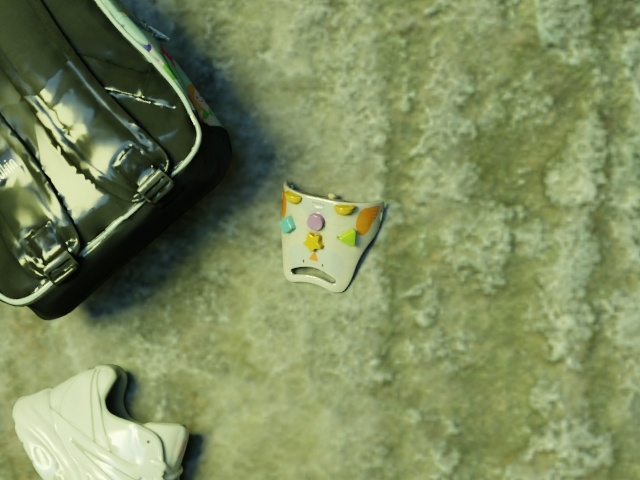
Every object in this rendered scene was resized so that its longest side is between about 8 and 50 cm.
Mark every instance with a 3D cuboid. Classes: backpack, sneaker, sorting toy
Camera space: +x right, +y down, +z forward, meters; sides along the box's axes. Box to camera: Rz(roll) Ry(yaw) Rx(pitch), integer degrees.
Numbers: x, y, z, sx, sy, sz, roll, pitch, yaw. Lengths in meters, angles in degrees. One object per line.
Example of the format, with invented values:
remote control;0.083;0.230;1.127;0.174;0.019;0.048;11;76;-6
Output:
backpack;-0.213;-0.093;1.456;0.225;0.191;0.253;-42;81;4
sneaker;-0.141;0.194;1.455;0.115;0.090;0.232;-34;76;6
sorting toy;0.000;0.000;1.468;0.083;0.045;0.075;12;105;17
